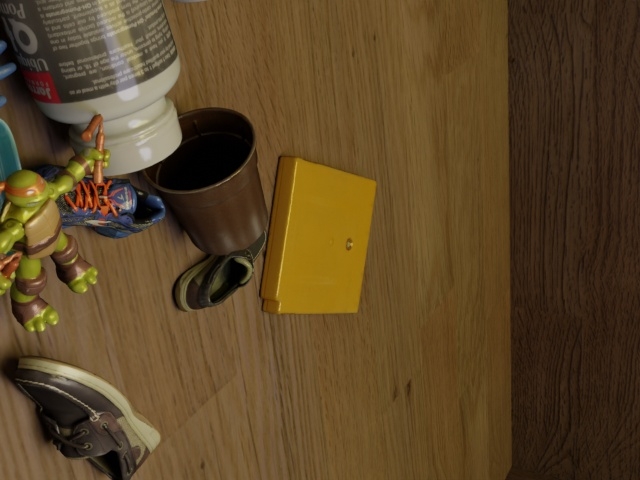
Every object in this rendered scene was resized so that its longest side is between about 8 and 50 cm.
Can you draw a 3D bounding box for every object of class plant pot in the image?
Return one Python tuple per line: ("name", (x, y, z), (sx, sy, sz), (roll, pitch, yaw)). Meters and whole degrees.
("plant pot", (-0.154, -0.075, 1.189), (0.167, 0.166, 0.165), (-61, 152, -32))

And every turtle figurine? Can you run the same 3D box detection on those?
("turtle figurine", (-0.307, 0.002, 0.866), (0.217, 0.087, 0.270), (100, 10, -50))

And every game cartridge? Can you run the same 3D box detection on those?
("game cartridge", (0.000, 0.000, 1.589), (0.323, 0.052, 0.286), (9, 89, -59))

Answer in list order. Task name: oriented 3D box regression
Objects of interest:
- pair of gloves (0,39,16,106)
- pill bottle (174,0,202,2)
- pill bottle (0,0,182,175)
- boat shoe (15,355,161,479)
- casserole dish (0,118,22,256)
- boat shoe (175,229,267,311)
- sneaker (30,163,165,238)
("pair of gloves", (-0.396, -0.201, 0.817), (0.198, 0.023, 0.159), (63, 39, -29))
("pill bottle", (-0.174, -0.455, 1.047), (0.153, 0.153, 0.265), (-55, 142, -39))
("pill bottle", (-0.260, -0.241, 0.925), (0.176, 0.176, 0.319), (-50, 137, -44))
("boat shoe", (-0.299, 0.238, 1.059), (0.285, 0.102, 0.092), (64, 38, -53))
("casserole dish", (-0.380, -0.049, 0.905), (0.114, 0.037, 0.189), (-36, 127, -52))
("boat shoe", (-0.141, 0.045, 1.316), (0.223, 0.073, 0.080), (-45, 134, -47))
("sneaker", (-0.274, -0.053, 1.019), (0.221, 0.087, 0.083), (8, 74, -66))
